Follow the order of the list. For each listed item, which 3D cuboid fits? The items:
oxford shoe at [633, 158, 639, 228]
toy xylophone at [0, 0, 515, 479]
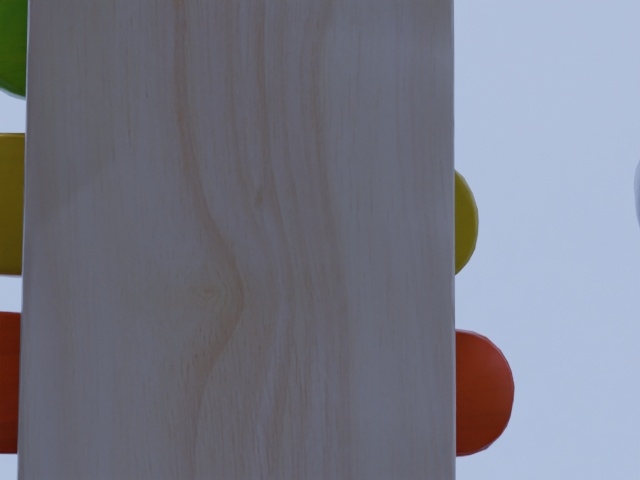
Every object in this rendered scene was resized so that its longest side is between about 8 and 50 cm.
[{"bbox_3d":[0.327,-0.021,0.804,0.397,0.146,0.140,5,-75,-6],"label":"oxford shoe"},{"bbox_3d":[0.000,0.000,0.539,0.236,0.081,0.322,10,-98,-11],"label":"toy xylophone"}]
